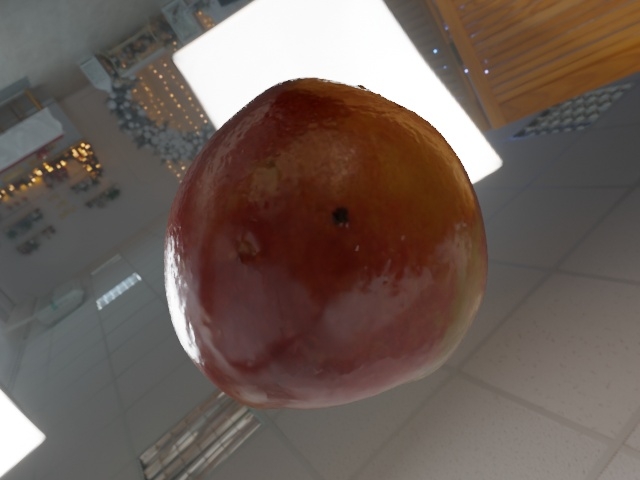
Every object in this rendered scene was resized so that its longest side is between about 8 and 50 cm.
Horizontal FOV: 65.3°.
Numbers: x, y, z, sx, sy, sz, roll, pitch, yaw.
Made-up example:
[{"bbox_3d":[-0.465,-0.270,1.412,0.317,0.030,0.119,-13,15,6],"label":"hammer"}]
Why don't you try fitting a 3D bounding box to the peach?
[{"bbox_3d":[0.000,0.000,0.590,0.389,0.388,0.388,-29,-161,11],"label":"peach"}]
